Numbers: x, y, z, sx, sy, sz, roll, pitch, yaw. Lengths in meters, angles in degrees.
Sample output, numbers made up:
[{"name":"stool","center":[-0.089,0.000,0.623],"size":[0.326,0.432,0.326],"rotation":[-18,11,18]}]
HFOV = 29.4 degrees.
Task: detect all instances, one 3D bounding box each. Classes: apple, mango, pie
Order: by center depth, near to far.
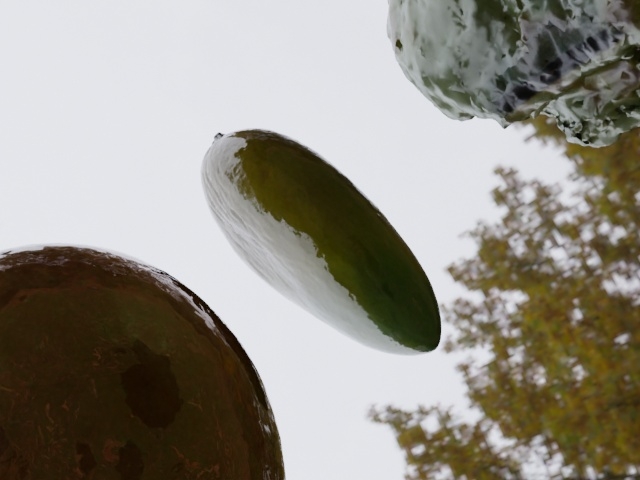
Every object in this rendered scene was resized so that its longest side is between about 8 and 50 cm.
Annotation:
[{"name":"pie","center":[0.105,-0.142,0.489],"size":[0.090,0.248,0.201],"rotation":[-6,-114,-34]},{"name":"apple","center":[-0.139,0.133,0.631],"size":[0.253,0.253,0.253],"rotation":[19,-124,-30]},{"name":"mango","center":[-0.003,-0.005,0.913],"size":[0.091,0.237,0.137],"rotation":[-43,-43,-17]}]
